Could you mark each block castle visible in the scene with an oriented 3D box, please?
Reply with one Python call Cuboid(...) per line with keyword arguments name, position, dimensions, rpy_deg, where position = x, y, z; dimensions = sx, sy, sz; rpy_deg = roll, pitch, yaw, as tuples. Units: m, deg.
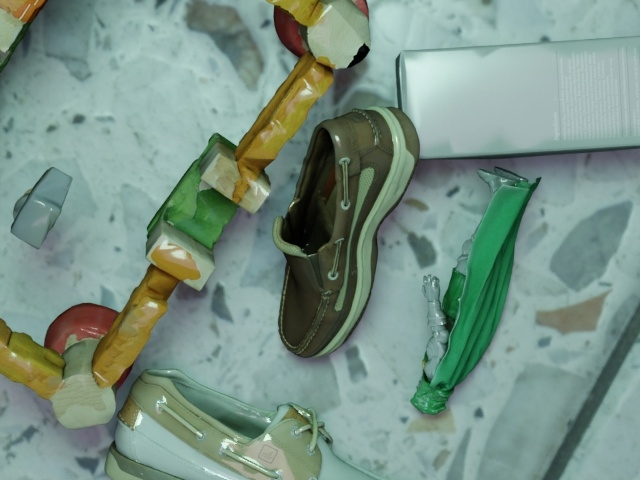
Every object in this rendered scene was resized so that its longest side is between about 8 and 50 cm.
Cuboid(name="block castle", position=(-0.190, -0.097, 1.360), dimensions=(0.303, 0.213, 0.453), rpy_deg=(33, 99, -13))

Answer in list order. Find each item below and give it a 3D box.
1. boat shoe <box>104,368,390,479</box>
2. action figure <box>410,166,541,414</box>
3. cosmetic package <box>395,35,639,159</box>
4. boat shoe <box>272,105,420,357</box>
Cuboid(name="boat shoe", position=(-0.038, 0.198, 1.416), dimensions=(0.302, 0.113, 0.103), rpy_deg=(15, 98, 1))
Cuboid(name="action figure", position=(0.131, 0.050, 1.417), dimensions=(0.063, 0.137, 0.232), rpy_deg=(23, 102, 22))
Cuboid(name="cosmetic package", position=(0.184, -0.123, 1.392), dimensions=(0.238, 0.127, 0.107), rpy_deg=(-1, 93, -1))
Cuboid(name="boat shoe", position=(-0.004, -0.005, 1.369), dimensions=(0.095, 0.095, 0.257), rpy_deg=(-6, 127, -34))
